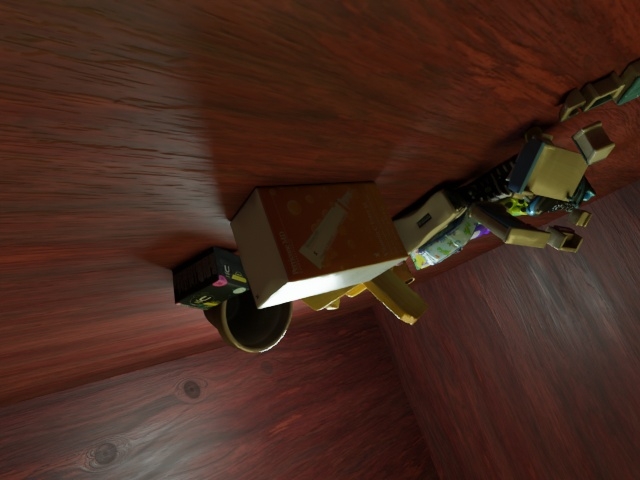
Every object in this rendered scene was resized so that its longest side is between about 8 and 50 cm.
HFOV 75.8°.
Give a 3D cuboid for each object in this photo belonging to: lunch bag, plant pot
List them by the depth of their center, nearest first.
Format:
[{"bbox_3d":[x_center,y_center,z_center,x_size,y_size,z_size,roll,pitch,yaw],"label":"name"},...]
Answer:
[{"bbox_3d":[-0.256,0.206,1.309,0.262,0.263,0.229,-5,-179,-44],"label":"plant pot"},{"bbox_3d":[0.454,-0.020,1.465,0.176,0.090,0.219,-48,180,-38],"label":"lunch bag"}]

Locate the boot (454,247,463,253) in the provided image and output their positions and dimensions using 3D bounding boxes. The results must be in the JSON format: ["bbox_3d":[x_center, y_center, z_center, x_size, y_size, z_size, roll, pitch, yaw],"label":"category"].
[{"bbox_3d":[0.724,0.019,2.155,0.189,0.086,0.069,-12,162,-27],"label":"boot"}]

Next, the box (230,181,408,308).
[{"bbox_3d":[0.000,0.000,0.961,0.345,0.215,0.168,-9,160,-37],"label":"box"}]

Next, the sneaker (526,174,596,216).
[{"bbox_3d":[0.966,-0.170,1.635,0.340,0.140,0.125,-29,166,-20],"label":"sneaker"}]

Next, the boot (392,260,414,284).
[{"bbox_3d":[0.211,0.141,1.662,0.294,0.211,0.104,-25,148,2],"label":"boot"}]

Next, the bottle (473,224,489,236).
[{"bbox_3d":[0.671,-0.054,1.840,0.282,0.092,0.118,-17,164,-13],"label":"bottle"}]

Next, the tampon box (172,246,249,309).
[{"bbox_3d":[-0.296,0.106,1.106,0.160,0.102,0.120,-27,152,22],"label":"tampon box"}]

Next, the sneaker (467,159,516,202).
[{"bbox_3d":[0.603,-0.187,1.346,0.162,0.107,0.281,-15,173,-45],"label":"sneaker"}]

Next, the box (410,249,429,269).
[{"bbox_3d":[0.543,0.067,2.053,0.179,0.105,0.043,-30,161,32],"label":"box"}]

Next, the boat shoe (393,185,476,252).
[{"bbox_3d":[0.365,-0.062,1.376,0.158,0.127,0.340,-16,165,-39],"label":"boat shoe"}]

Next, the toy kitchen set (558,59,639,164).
[{"bbox_3d":[0.687,-0.289,0.960,0.207,0.166,0.122,-24,164,10],"label":"toy kitchen set"}]

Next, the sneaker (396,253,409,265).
[{"bbox_3d":[0.338,-0.008,1.601,0.236,0.104,0.095,-37,125,-11],"label":"sneaker"}]

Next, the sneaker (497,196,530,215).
[{"bbox_3d":[0.766,-0.139,1.714,0.295,0.110,0.123,-18,-170,-20],"label":"sneaker"}]

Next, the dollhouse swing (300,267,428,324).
[{"bbox_3d":[0.147,0.207,1.437,0.315,0.305,0.346,-36,168,19],"label":"dollhouse swing"}]

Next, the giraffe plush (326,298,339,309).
[{"bbox_3d":[-0.003,0.203,1.783,0.170,0.181,0.210,-26,-159,54],"label":"giraffe plush"}]

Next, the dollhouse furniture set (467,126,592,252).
[{"bbox_3d":[0.621,-0.157,1.170,0.286,0.198,0.304,7,115,-17],"label":"dollhouse furniture set"}]

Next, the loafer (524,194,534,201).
[{"bbox_3d":[0.774,-0.201,1.536,0.084,0.096,0.267,-50,160,23],"label":"loafer"}]
